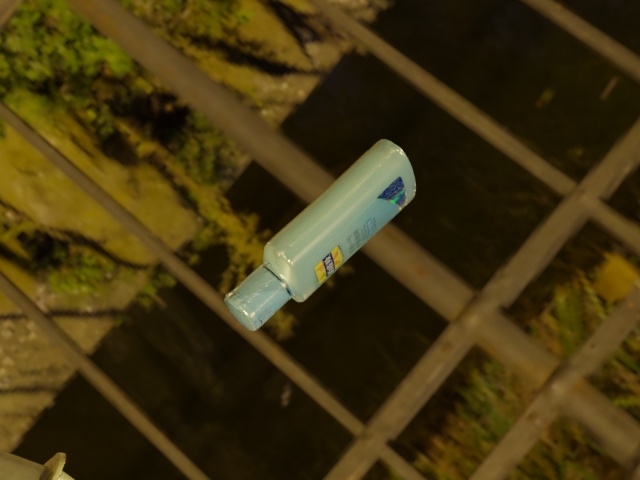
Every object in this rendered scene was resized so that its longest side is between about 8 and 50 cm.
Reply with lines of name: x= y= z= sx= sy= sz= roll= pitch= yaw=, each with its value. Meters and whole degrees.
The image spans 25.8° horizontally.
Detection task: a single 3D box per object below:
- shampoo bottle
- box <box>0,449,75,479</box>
shampoo bottle: x=0.000 y=0.000 z=1.558 sx=0.258 sy=0.061 sz=0.104 roll=-43 pitch=151 yaw=-17
box: x=-0.317 y=0.324 z=1.269 sx=0.290 sy=0.166 sz=0.220 roll=-41 pitch=-158 yaw=45
